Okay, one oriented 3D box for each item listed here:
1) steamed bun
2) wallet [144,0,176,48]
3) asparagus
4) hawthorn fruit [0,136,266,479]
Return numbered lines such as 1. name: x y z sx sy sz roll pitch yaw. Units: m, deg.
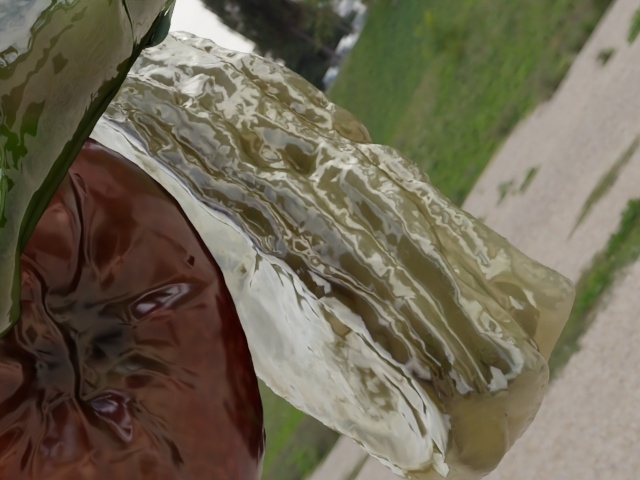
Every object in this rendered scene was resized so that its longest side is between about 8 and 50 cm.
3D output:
1. steamed bun: 0.000 0.000 0.800 0.189 0.428 0.247 -35 -39 -29
2. wallet: -0.082 -0.241 0.646 0.250 0.075 0.176 117 153 -52
3. asparagus: -0.084 -0.082 0.416 0.343 0.082 0.085 -68 -12 -47
4. hawthorn fruit: -0.167 0.078 0.552 0.275 0.275 0.299 -58 15 -22
